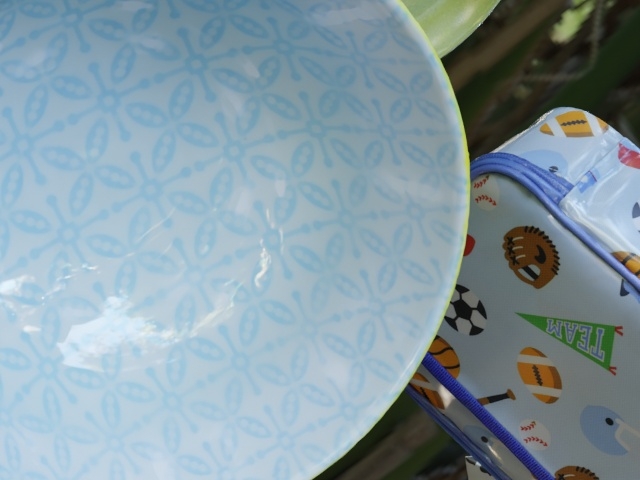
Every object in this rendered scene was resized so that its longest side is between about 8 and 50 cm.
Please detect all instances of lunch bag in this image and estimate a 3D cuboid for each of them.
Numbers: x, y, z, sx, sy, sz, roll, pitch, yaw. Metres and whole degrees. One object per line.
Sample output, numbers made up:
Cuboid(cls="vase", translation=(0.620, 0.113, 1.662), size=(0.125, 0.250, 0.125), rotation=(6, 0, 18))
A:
Cuboid(cls="lunch bag", translation=(0.177, 0.087, 0.825), size=(0.303, 0.115, 0.243), rotation=(46, -43, 9))

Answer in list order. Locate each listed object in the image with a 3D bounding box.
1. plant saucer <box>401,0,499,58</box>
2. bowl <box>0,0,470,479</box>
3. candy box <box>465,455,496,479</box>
Cuboid(cls="plant saucer", translation=(0.044, -0.216, 0.933), size=(0.037, 0.241, 0.241), rotation=(53, -1, 41))
Cuboid(cls="bowl", translation=(-0.090, -0.020, 0.638), size=(0.289, 0.289, 0.156), rotation=(55, -9, -27))
Cuboid(cls="candy box", translation=(0.221, 0.315, 1.356), size=(0.196, 0.070, 0.165), rotation=(-164, -112, -73))
